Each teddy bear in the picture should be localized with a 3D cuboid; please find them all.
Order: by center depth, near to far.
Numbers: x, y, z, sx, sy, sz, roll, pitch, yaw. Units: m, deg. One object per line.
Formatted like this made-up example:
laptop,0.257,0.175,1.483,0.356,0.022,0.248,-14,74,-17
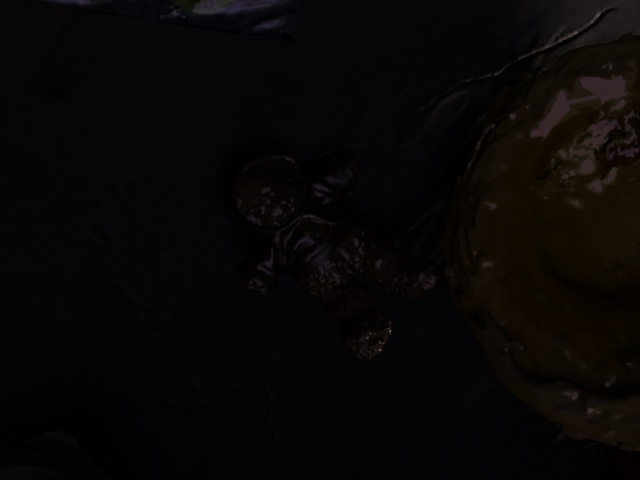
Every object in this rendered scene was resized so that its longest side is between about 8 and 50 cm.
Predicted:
teddy bear,0.001,0.002,0.749,0.160,0.078,0.119,42,83,-2

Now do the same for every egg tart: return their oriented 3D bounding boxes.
egg tart,0.220,0.001,0.709,0.288,0.288,0.118,-34,152,5

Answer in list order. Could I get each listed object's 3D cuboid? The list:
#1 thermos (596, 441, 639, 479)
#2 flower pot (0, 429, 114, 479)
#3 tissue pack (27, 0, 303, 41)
thermos,0.279,0.133,0.830,0.099,0.124,0.232,3,120,-4
flower pot,-0.193,0.325,0.758,0.290,0.290,0.259,-31,125,4
tissue pack,-0.075,-0.247,0.623,0.173,0.073,0.235,8,112,-15
